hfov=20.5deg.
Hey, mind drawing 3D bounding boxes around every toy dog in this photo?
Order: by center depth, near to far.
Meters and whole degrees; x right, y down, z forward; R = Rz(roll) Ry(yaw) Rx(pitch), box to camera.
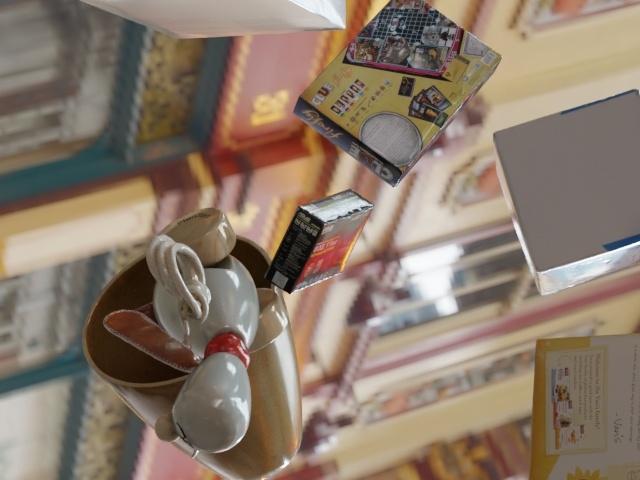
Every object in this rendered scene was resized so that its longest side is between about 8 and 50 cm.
[{"bbox_3d":[-0.142,0.102,1.771,0.220,0.161,0.334,64,13,-4],"label":"toy dog"}]

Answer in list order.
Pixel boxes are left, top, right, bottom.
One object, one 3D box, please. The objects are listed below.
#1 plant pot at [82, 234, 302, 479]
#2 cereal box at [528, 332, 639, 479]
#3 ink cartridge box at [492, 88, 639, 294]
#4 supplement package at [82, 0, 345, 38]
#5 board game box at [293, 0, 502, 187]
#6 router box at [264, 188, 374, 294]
[{"bbox_3d":[-0.121,0.162,2.084,0.237,0.237,0.254,45,-16,49],"label":"plant pot"},{"bbox_3d":[0.282,0.158,1.395,0.240,0.047,0.173,-4,-111,29],"label":"cereal box"},{"bbox_3d":[0.304,-0.050,2.042,0.232,0.171,0.168,45,27,-79],"label":"ink cartridge box"},{"bbox_3d":[-0.106,-0.320,1.757,0.263,0.199,0.198,9,80,-72],"label":"supplement package"},{"bbox_3d":[0.101,-0.200,2.275,0.165,0.243,0.042,37,-31,8],"label":"board game box"},{"bbox_3d":[0.000,0.000,1.900,0.038,0.122,0.092,34,-65,19],"label":"router box"}]
